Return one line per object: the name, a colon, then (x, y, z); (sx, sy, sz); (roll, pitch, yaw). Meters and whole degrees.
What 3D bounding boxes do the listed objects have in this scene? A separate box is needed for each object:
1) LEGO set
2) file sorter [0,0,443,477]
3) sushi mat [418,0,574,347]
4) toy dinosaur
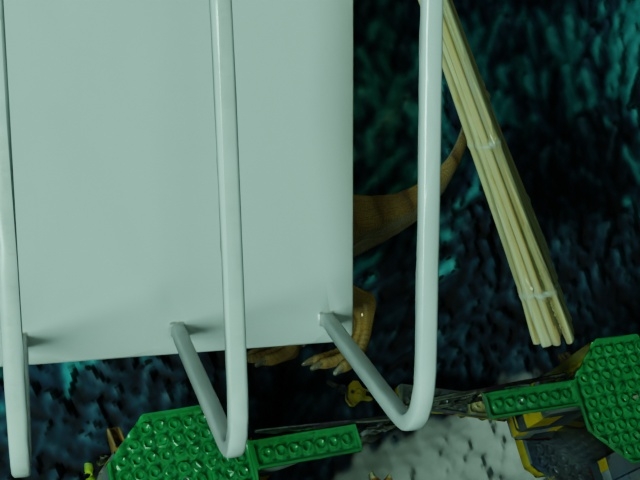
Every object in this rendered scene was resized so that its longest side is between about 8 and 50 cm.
LEGO set: (0.030, 0.186, 0.624); (0.331, 0.192, 0.255); (-14, 72, -27)
file sorter: (-0.106, -0.027, 0.464); (0.278, 0.173, 0.193); (-3, 104, -13)
sushi mat: (0.045, -0.119, 0.584); (0.019, 0.151, 0.316); (-20, 103, 10)
toy dinosaur: (0.000, 0.000, 0.621); (0.211, 0.064, 0.112); (-7, 97, -26)
